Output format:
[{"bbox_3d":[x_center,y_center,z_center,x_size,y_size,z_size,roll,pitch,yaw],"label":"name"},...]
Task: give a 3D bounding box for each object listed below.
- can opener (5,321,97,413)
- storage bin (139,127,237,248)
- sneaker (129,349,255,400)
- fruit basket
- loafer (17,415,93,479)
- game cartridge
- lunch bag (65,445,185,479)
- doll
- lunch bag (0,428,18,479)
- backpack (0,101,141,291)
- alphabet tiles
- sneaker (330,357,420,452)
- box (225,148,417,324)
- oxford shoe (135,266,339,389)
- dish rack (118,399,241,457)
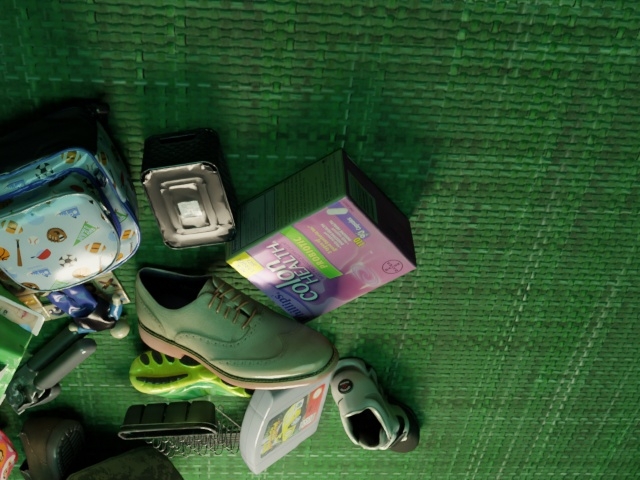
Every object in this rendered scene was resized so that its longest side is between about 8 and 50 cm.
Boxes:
[{"bbox_3d":[-0.521,0.250,1.885,0.283,0.076,0.095,-38,159,29],"label":"can opener"},{"bbox_3d":[-0.207,-0.080,1.541,0.122,0.084,0.180,-8,135,4],"label":"storage bin"},{"bbox_3d":[-0.228,0.258,1.892,0.296,0.109,0.123,5,165,-16],"label":"sneaker"},{"bbox_3d":[-0.702,0.166,1.706,0.353,0.165,0.327,22,130,-20],"label":"fruit basket"},{"bbox_3d":[-0.580,0.500,2.102,0.130,0.134,0.365,21,130,16],"label":"loafer"},{"bbox_3d":[-0.074,0.349,1.936,0.196,0.060,0.294,-26,146,-32],"label":"game cartridge"},{"bbox_3d":[-0.448,0.612,2.062,0.256,0.212,0.305,-49,162,27],"label":"lunch bag"},{"bbox_3d":[-0.416,0.124,1.750,0.129,0.046,0.189,-29,131,19],"label":"doll"},{"bbox_3d":[-0.767,0.403,1.925,0.258,0.120,0.293,12,148,10],"label":"lunch bag"},{"bbox_3d":[-0.402,-0.046,1.489,0.277,0.213,0.263,-17,145,9],"label":"backpack"},{"bbox_3d":[-0.477,0.056,1.716,0.198,0.009,0.237,-12,136,9],"label":"alphabet tiles"},{"bbox_3d":[0.114,0.392,2.007,0.123,0.146,0.330,-25,133,18],"label":"sneaker"},{"bbox_3d":[0.000,0.000,1.614,0.243,0.117,0.213,-27,131,23],"label":"box"},{"bbox_3d":[-0.159,0.147,1.660,0.397,0.140,0.146,11,133,21],"label":"oxford shoe"},{"bbox_3d":[-0.265,0.402,1.993,0.208,0.074,0.271,-6,150,19],"label":"dish rack"}]
